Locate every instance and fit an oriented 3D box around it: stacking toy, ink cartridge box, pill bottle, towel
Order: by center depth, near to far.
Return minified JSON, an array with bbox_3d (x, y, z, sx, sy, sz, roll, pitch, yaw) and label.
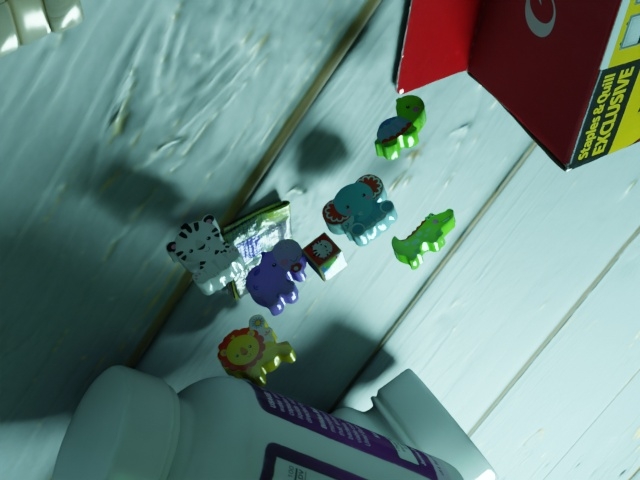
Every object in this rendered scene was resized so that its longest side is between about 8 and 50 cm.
[{"bbox_3d":[0.210,-0.211,0.832,0.271,0.130,0.309,-22,143,-24],"label":"ink cartridge box"},{"bbox_3d":[0.000,0.000,0.929,0.221,0.052,0.167,-36,148,-10],"label":"stacking toy"},{"bbox_3d":[-0.045,0.008,0.943,0.060,0.009,0.083,-27,145,-19],"label":"towel"},{"bbox_3d":[-0.044,0.203,0.954,0.301,0.169,0.169,25,113,-24],"label":"pill bottle"},{"bbox_3d":[0.016,0.259,1.165,0.283,0.160,0.160,-39,147,-3],"label":"pill bottle"}]

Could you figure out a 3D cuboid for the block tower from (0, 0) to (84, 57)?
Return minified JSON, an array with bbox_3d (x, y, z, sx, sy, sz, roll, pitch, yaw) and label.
[{"bbox_3d":[-0.262,-0.094,0.528,0.335,0.091,0.097,-28,145,-19],"label":"block tower"}]
